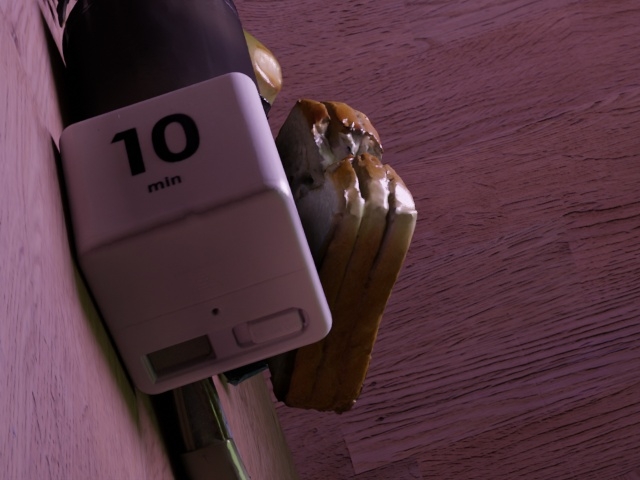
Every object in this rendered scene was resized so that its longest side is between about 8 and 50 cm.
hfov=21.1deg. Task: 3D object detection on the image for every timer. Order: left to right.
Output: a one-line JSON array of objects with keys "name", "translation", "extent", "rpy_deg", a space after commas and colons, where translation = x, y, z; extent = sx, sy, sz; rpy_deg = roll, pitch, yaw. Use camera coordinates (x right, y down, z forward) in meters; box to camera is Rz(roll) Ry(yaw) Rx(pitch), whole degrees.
[{"name": "timer", "translation": [-0.116, -0.007, 1.578], "extent": [0.195, 0.192, 0.194], "rpy_deg": [-109, -179, -49]}]

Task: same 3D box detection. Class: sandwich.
[{"name": "sandwich", "translation": [0.002, 0.000, 1.762], "extent": [0.273, 0.095, 0.249], "rpy_deg": [-112, -145, -59]}]

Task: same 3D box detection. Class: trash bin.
[{"name": "trash bin", "translation": [-0.158, -0.127, 1.818], "extent": [0.252, 0.203, 0.301], "rpy_deg": [-57, -148, 30]}]

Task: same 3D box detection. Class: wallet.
[{"name": "wallet", "translation": [-0.097, 0.242, 1.762], "extent": [0.223, 0.077, 0.309], "rpy_deg": [124, -55, -87]}]

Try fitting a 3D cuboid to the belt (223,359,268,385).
[{"name": "belt", "translation": [-0.102, 0.090, 1.819], "extent": [0.140, 0.058, 0.105], "rpy_deg": [64, 0, -31]}]

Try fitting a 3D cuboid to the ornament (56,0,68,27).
[{"name": "ornament", "translation": [-0.299, -0.353, 1.953], "extent": [0.236, 0.080, 0.202], "rpy_deg": [68, 6, -62]}]

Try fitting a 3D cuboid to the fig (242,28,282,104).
[{"name": "fig", "translation": [-0.162, -0.186, 2.111], "extent": [0.207, 0.230, 0.207], "rpy_deg": [161, -90, -90]}]
